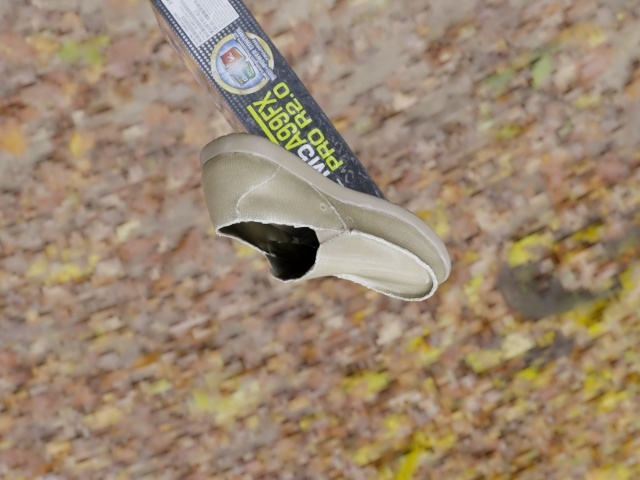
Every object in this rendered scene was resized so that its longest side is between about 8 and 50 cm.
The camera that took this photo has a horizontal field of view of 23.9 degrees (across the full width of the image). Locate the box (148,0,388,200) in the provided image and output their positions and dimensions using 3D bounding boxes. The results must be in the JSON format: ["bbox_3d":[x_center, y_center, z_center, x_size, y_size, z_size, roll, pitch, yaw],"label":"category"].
[{"bbox_3d":[-0.039,-0.101,1.265,0.060,0.270,0.216,-36,-179,-3],"label":"box"}]

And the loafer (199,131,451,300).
[{"bbox_3d":[0.000,0.000,0.737,0.148,0.050,0.056,26,150,-26],"label":"loafer"}]
